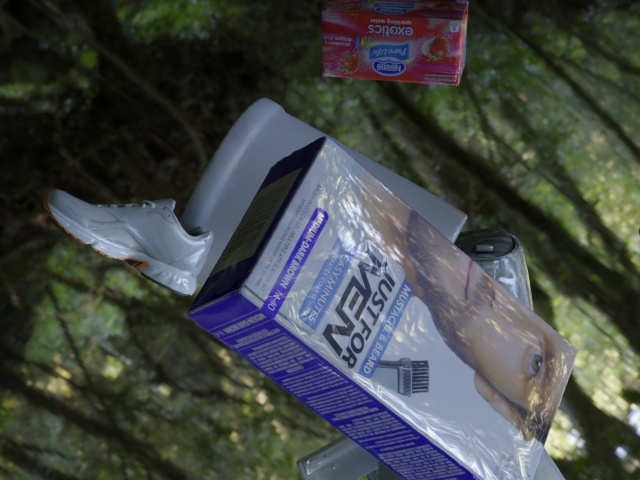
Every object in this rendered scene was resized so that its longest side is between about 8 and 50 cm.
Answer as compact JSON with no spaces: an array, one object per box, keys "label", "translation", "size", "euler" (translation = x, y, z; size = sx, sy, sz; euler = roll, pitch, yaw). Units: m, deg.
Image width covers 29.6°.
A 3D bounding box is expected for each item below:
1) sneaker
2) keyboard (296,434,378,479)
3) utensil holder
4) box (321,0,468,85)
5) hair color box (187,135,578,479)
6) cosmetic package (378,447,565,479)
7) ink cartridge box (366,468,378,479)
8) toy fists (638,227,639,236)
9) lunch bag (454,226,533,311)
[{"label":"sneaker","translation":[-0.280,-0.026,1.793],"size":[0.121,0.262,0.099],"euler":[-61,-158,-1]},{"label":"keyboard","translation":[0.087,0.286,1.731],"size":[0.256,0.072,0.014],"euler":[-27,-157,-18]},{"label":"utensil holder","translation":[0.000,0.000,1.964],"size":[0.327,0.385,0.327],"euler":[-60,173,-13]},{"label":"box","translation":[0.135,-0.367,2.197],"size":[0.122,0.257,0.128],"euler":[-67,161,-59]},{"label":"hair color box","translation":[0.067,0.086,1.116],"size":[0.110,0.339,0.185],"euler":[-24,-148,52]},{"label":"cosmetic package","translation":[0.256,0.418,1.723],"size":[0.217,0.385,0.156],"euler":[-21,-144,22]},{"label":"ink cartridge box","translation":[0.203,0.449,2.304],"size":[0.208,0.153,0.087],"euler":[-24,-137,-1]},{"label":"toy fists","translation":[0.575,-0.004,1.782],"size":[0.142,0.096,0.279],"euler":[-67,-156,0]},{"label":"lunch bag","translation":[0.295,0.135,2.220],"size":[0.213,0.305,0.256],"euler":[-10,-170,-3]}]
